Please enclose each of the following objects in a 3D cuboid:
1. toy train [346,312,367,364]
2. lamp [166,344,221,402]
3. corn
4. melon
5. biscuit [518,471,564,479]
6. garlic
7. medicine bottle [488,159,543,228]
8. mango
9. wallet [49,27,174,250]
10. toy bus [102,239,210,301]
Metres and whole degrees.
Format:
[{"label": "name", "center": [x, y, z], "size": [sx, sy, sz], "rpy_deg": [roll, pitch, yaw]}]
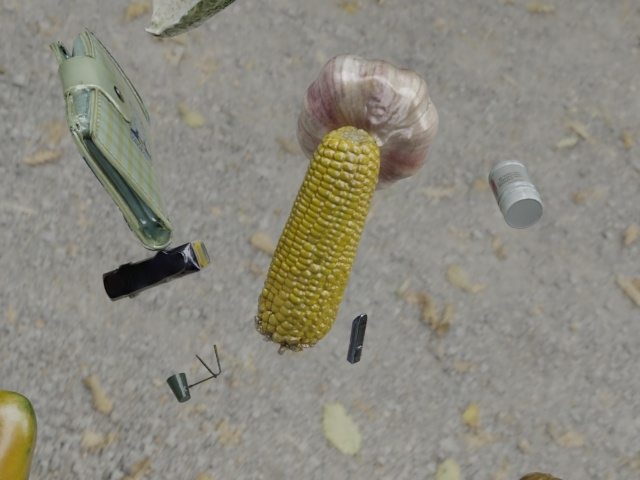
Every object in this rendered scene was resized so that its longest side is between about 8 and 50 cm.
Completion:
[{"label": "toy train", "center": [0.051, 0.133, 1.778], "size": [0.017, 0.083, 0.017], "rpy_deg": [-18, 40, -37]}, {"label": "lamp", "center": [-0.193, 0.212, 1.959], "size": [0.041, 0.121, 0.054], "rpy_deg": [-4, 59, -39]}, {"label": "corn", "center": [0.000, 0.000, 1.633], "size": [0.106, 0.305, 0.106], "rpy_deg": [16, 22, -7]}, {"label": "melon", "center": [-0.074, -0.256, 1.079], "size": [0.093, 0.139, 0.202], "rpy_deg": [43, 77, -22]}, {"label": "biscuit", "center": [0.284, 0.449, 1.440], "size": [0.394, 0.076, 0.368], "rpy_deg": [45, 58, -46]}, {"label": "garlic", "center": [0.073, -0.161, 2.133], "size": [0.245, 0.245, 0.253], "rpy_deg": [21, 43, -10]}, {"label": "medicine bottle", "center": [0.275, -0.066, 1.805], "size": [0.058, 0.058, 0.091], "rpy_deg": [9, 37, -18]}, {"label": "mango", "center": [-0.322, 0.210, 1.185], "size": [0.111, 0.089, 0.163], "rpy_deg": [17, 92, 18]}, {"label": "wallet", "center": [-0.289, -0.151, 1.788], "size": [0.077, 0.223, 0.309], "rpy_deg": [-26, 36, 3]}, {"label": "toy bus", "center": [-0.259, 0.047, 2.022], "size": [0.072, 0.172, 0.057], "rpy_deg": [-21, 91, -65]}]
